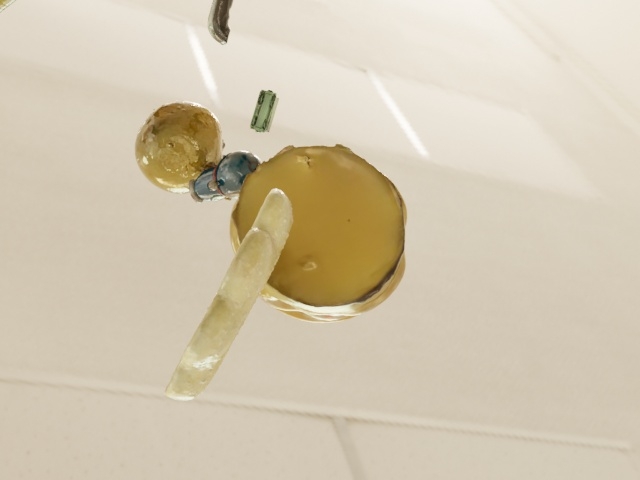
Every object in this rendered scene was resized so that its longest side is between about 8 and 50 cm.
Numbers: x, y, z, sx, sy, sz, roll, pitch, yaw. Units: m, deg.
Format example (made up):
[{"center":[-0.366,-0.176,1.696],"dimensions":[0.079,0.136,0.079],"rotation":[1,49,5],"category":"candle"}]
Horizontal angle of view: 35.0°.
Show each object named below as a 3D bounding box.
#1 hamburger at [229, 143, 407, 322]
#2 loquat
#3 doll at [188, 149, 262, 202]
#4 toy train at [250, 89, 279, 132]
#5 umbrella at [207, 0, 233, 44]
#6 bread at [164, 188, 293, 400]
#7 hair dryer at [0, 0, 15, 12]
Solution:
[{"center":[0.000,0.000,1.563],"dimensions":[0.276,0.276,0.237],"rotation":[27,168,8],"category":"hamburger"},{"center":[-0.250,-0.167,1.873],"dimensions":[0.204,0.172,0.149],"rotation":[36,173,26],"category":"loquat"},{"center":[-0.154,-0.106,1.749],"dimensions":[0.114,0.151,0.086],"rotation":[-34,-76,-57],"category":"doll"},{"center":[-0.115,-0.268,2.119],"dimensions":[0.038,0.093,0.056],"rotation":[17,-176,9],"category":"toy train"},{"center":[-0.093,-0.360,1.214],"dimensions":[0.070,0.248,0.071],"rotation":[17,177,1],"category":"umbrella"},{"center":[-0.111,0.075,1.296],"dimensions":[0.054,0.316,0.316],"rotation":[29,-153,-2],"category":"bread"},{"center":[-0.577,-0.535,2.062],"dimensions":[0.135,0.278,0.090],"rotation":[32,-140,-44],"category":"hair dryer"}]
